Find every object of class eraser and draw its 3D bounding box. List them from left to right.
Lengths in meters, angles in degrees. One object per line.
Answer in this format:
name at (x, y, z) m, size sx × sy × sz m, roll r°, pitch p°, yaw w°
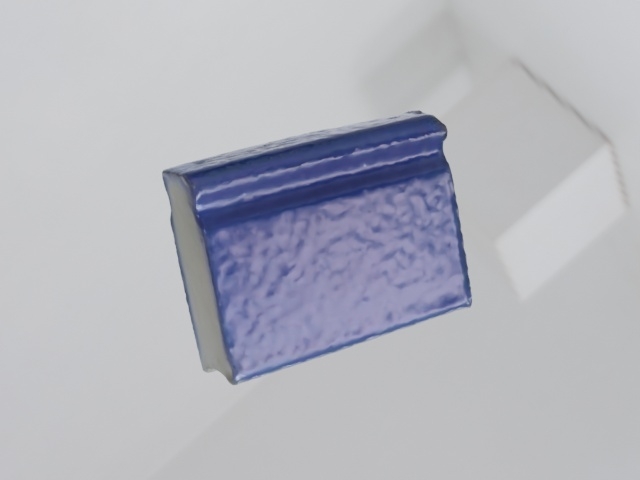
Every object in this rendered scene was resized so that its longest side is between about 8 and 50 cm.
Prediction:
eraser at (0.000, 0.000, 0.437) m, size 0.027 × 0.085 × 0.063 m, roll 12°, pitch 115°, yaw 62°
